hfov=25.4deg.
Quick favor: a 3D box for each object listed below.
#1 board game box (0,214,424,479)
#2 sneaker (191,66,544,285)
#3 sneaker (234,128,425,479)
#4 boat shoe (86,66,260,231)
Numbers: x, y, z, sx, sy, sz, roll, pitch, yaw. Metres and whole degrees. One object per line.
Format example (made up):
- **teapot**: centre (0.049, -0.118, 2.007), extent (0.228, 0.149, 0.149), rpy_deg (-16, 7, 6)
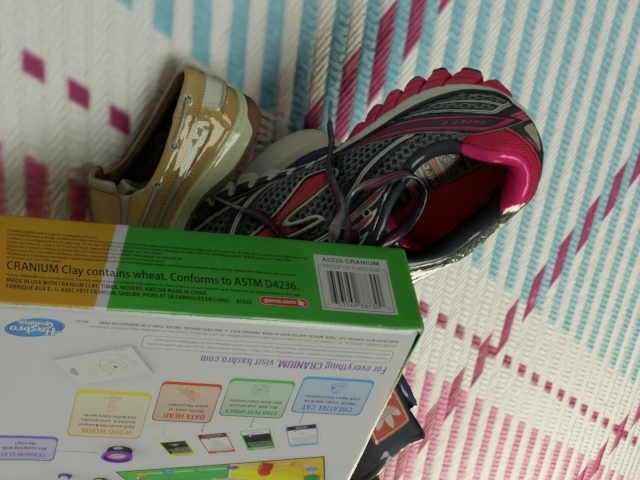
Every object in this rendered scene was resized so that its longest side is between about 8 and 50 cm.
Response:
- **board game box**: centre (-0.101, 0.123, 0.877), extent (0.242, 0.064, 0.316), rpy_deg (5, 136, -17)
- **sneaker**: centre (0.000, 0.000, 0.885), extent (0.299, 0.112, 0.121), rpy_deg (-36, 111, 9)
- **sneaker**: centre (0.012, 0.082, 1.037), extent (0.131, 0.148, 0.350), rpy_deg (-30, 140, -27)
- **boat shoe**: centre (-0.117, -0.022, 0.874), extent (0.072, 0.068, 0.190), rpy_deg (29, 93, -41)
